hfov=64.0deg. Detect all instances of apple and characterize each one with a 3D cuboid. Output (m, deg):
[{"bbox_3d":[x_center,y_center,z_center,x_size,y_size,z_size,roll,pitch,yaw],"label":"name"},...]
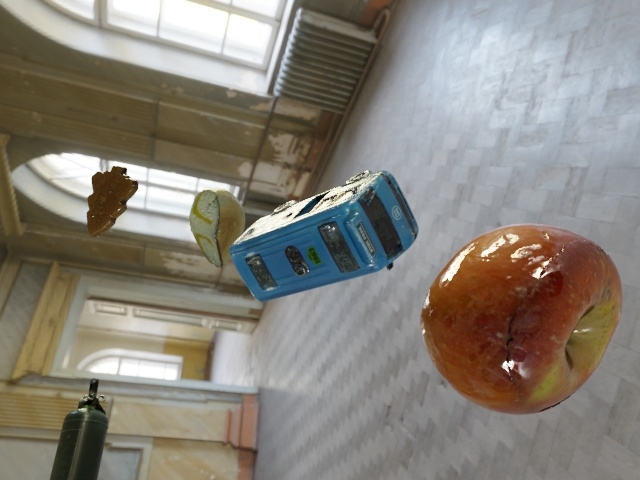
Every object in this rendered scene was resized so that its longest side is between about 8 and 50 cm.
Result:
[{"bbox_3d":[0.269,0.102,0.702,0.271,0.251,0.206,-53,36,-12],"label":"apple"}]

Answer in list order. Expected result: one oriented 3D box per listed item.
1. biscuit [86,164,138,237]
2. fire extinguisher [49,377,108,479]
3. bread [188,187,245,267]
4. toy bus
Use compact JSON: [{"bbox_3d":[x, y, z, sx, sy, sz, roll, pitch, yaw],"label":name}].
[{"bbox_3d":[-0.253,-0.047,0.613,0.016,0.082,0.092,26,-103,-59],"label":"biscuit"},{"bbox_3d":[-0.519,0.464,1.101,0.114,0.096,0.311,118,155,-48],"label":"fire extinguisher"},{"bbox_3d":[-0.183,-0.036,0.939,0.083,0.094,0.157,33,147,34],"label":"bread"},{"bbox_3d":[0.000,0.000,0.708,0.247,0.113,0.134,-18,16,37],"label":"toy bus"}]
